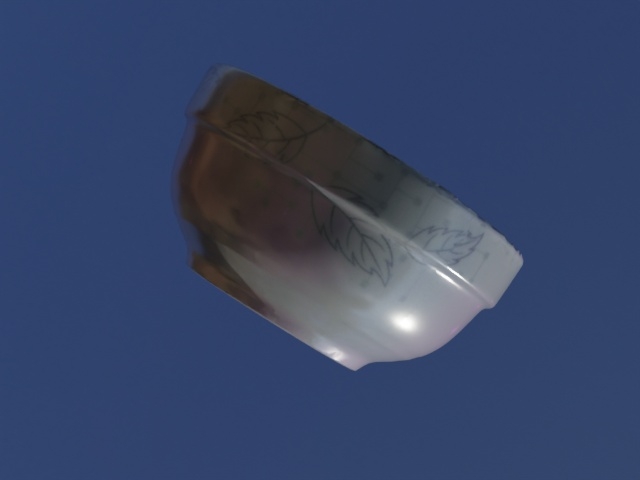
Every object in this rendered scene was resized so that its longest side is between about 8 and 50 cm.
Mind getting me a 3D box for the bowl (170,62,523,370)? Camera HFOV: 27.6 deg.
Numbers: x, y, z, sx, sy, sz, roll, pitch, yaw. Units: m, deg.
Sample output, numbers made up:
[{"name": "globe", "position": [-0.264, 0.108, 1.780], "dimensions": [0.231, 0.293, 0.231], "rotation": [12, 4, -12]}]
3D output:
[{"name": "bowl", "position": [0.000, 0.000, 1.006], "dimensions": [0.287, 0.287, 0.144], "rotation": [30, -92, 30]}]
